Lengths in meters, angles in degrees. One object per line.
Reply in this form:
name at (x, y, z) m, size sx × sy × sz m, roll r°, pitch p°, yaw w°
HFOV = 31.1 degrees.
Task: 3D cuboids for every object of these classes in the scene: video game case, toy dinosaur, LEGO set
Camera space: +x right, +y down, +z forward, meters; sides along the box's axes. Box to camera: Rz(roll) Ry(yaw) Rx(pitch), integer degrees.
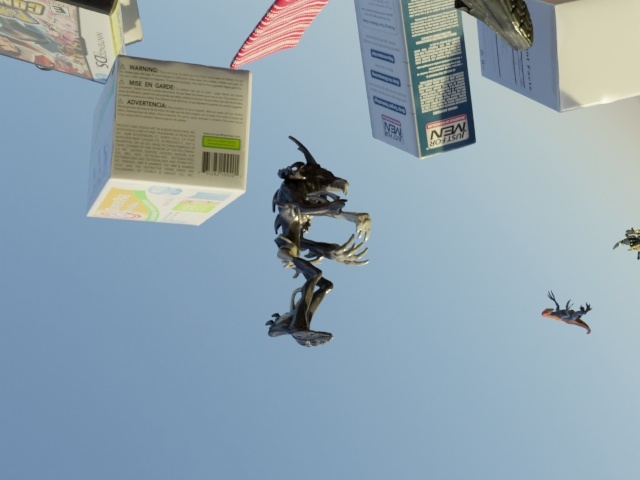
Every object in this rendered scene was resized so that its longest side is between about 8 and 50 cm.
video game case at (-0.377, -0.279, 1.414) m, size 0.275 × 0.035 × 0.248 m, roll 16°, pitch 166°, yaw -3°
toy dinosaur at (0.397, 0.122, 1.852) m, size 0.047 × 0.082 × 0.090 m, roll 172°, pitch 80°, yaw -73°
LEGO set at (0.383, -0.002, 1.380) m, size 0.083 × 0.054 × 0.023 m, roll 100°, pitch 172°, yaw -67°

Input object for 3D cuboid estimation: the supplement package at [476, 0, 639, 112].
supplement package at (0.394, -0.338, 1.876) m, size 0.293 × 0.178 × 0.175 m, roll -133°, pitch 32°, yaw -64°

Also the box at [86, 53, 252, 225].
box at (-0.139, -0.080, 1.004) m, size 0.114 × 0.103 × 0.203 m, roll 5°, pitch 172°, yaw -16°

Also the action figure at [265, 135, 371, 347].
action figure at (0.000, 0.000, 1.529) m, size 0.164 × 0.141 × 0.275 m, roll 66°, pitch -152°, yaw -75°

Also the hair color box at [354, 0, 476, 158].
hair color box at (0.137, -0.316, 1.765) m, size 0.174 × 0.105 × 0.347 m, roll -144°, pitch 42°, yaw -62°

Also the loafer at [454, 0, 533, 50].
loafer at (0.227, -0.351, 1.634) m, size 0.223 × 0.078 × 0.076 m, roll 44°, pitch -138°, yaw -31°

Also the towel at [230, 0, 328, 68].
towel at (-0.071, -0.474, 2.487) m, size 0.199 × 0.275 × 0.031 m, roll -28°, pitch -99°, yaw -38°

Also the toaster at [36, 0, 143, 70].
toaster at (-0.364, -0.335, 1.608) m, size 0.168 × 0.186 × 0.110 m, roll 51°, pitch 152°, yaw 33°
